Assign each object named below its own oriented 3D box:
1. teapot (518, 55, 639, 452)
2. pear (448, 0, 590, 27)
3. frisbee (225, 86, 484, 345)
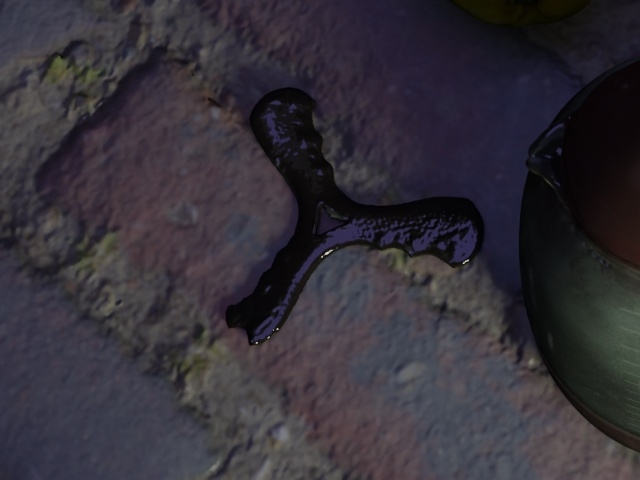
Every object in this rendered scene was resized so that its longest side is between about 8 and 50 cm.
[{"bbox_3d":[0.273,0.000,1.191,0.315,0.312,0.233,4,73,14],"label":"teapot"},{"bbox_3d":[0.139,-0.282,1.385,0.212,0.212,0.269,-7,63,10],"label":"pear"},{"bbox_3d":[0.000,0.000,1.412,0.211,0.012,0.187,30,79,20],"label":"frisbee"}]
